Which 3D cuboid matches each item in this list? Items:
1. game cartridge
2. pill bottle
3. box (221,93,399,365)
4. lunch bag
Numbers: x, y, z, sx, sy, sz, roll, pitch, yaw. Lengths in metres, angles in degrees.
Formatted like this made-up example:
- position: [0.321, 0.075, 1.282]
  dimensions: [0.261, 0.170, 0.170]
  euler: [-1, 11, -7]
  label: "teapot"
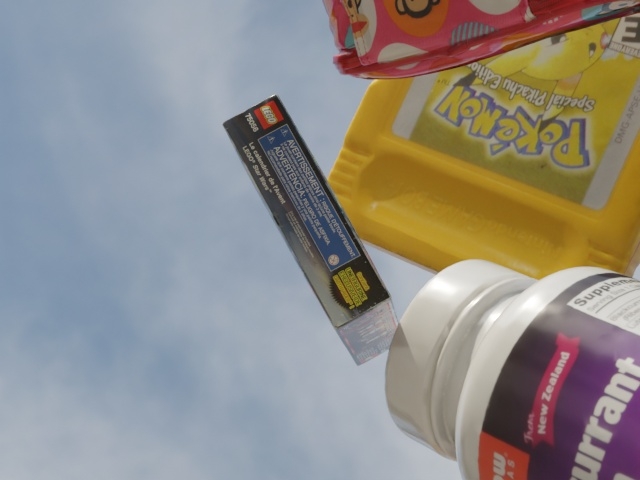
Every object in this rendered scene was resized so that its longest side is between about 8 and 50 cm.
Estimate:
- position: [0.176, -0.112, 1.449]
  dimensions: [0.285, 0.052, 0.324]
  euler: [23, -96, 29]
  label: "game cartridge"
- position: [0.119, 0.073, 0.637]
  dimensions: [0.193, 0.108, 0.108]
  euler: [23, -48, 42]
  label: "pill bottle"
- position: [0.000, 0.000, 0.722]
  dimensions: [0.027, 0.137, 0.094]
  euler: [-28, -101, -1]
  label: "box"
- position: [0.162, -0.203, 1.203]
  dimensions: [0.293, 0.258, 0.120]
  euler: [-8, -80, 50]
  label: "lunch bag"
